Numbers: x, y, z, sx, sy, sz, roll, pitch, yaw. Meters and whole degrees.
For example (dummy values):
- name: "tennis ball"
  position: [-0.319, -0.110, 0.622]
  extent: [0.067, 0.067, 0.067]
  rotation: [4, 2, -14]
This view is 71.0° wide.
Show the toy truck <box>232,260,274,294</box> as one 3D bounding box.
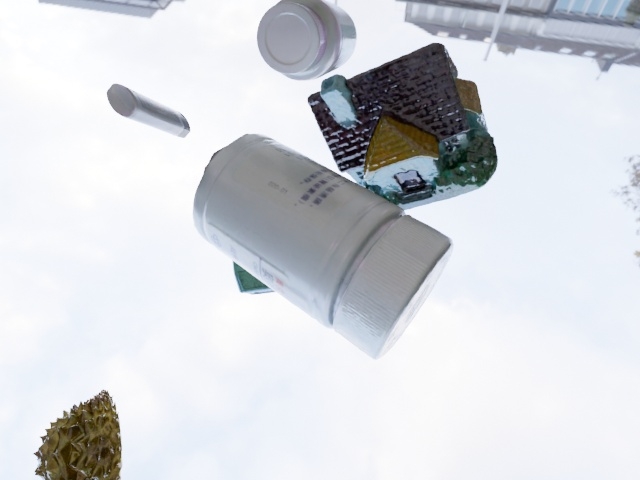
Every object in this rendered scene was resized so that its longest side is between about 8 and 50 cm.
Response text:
- name: "toy truck"
  position: [-0.143, -0.005, 1.141]
  extent: [0.154, 0.156, 0.279]
  rotation: [-9, -95, 23]

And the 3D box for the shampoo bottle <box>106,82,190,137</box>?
- name: "shampoo bottle"
  position: [-0.390, -0.295, 1.044]
  extent: [0.056, 0.227, 0.086]
  rotation: [-44, -99, 11]

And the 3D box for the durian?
- name: "durian"
  position: [-0.379, 0.359, 0.755]
  extent: [0.165, 0.132, 0.183]
  rotation: [13, -102, 18]

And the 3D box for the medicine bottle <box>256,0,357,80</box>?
- name: "medicine bottle"
  position: [-0.010, -0.255, 0.566]
  extent: [0.095, 0.095, 0.260]
  rotation: [10, -155, 5]

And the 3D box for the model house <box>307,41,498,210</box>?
- name: "model house"
  position: [0.145, -0.216, 0.814]
  extent: [0.280, 0.248, 0.230]
  rotation: [-16, -122, 26]

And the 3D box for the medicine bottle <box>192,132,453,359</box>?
- name: "medicine bottle"
  position: [0.000, 0.000, 0.629]
  extent: [0.332, 0.190, 0.190]
  rotation: [32, -125, 24]
